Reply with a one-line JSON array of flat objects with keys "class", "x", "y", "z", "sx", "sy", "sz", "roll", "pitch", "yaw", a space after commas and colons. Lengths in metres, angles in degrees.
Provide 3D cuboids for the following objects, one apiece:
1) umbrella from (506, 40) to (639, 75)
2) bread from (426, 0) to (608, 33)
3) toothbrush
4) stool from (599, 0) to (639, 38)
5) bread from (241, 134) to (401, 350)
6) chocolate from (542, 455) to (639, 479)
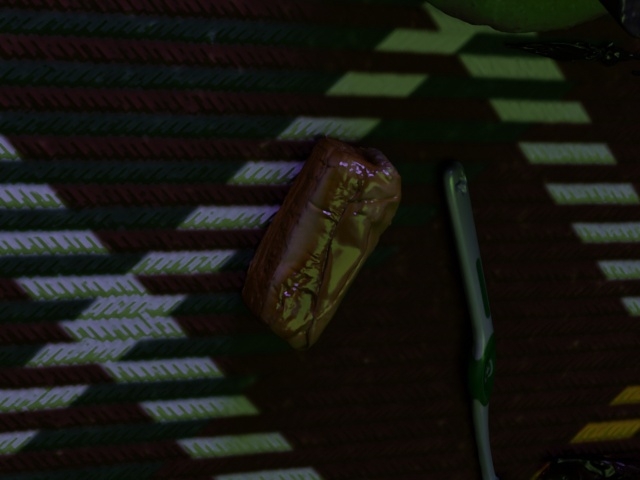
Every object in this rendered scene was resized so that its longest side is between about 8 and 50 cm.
[{"class": "umbrella", "x": 0.176, "y": -0.126, "z": 1.026, "sx": 0.122, "sy": 0.013, "sz": 0.022, "roll": 6, "pitch": 130, "yaw": -30}, {"class": "bread", "x": 0.142, "y": -0.272, "z": 0.928, "sx": 0.301, "sy": 0.045, "sz": 0.301, "roll": -9, "pitch": 113, "yaw": -23}, {"class": "toothbrush", "x": 0.110, "y": 0.083, "z": 1.075, "sx": 0.030, "sy": 0.030, "sz": 0.304, "roll": -21, "pitch": 117, "yaw": -18}, {"class": "stool", "x": 0.166, "y": -0.250, "z": 0.818, "sx": 0.272, "sy": 0.178, "sz": 0.272, "roll": -10, "pitch": 115, "yaw": -22}, {"class": "bread", "x": 0.000, "y": 0.000, "z": 0.955, "sx": 0.053, "sy": 0.074, "sz": 0.132, "roll": 25, "pitch": 97, "yaw": -22}, {"class": "chocolate", "x": 0.243, "y": 0.198, "z": 1.192, "sx": 0.182, "sy": 0.028, "sz": 0.086, "roll": 1, "pitch": 118, "yaw": -26}]
